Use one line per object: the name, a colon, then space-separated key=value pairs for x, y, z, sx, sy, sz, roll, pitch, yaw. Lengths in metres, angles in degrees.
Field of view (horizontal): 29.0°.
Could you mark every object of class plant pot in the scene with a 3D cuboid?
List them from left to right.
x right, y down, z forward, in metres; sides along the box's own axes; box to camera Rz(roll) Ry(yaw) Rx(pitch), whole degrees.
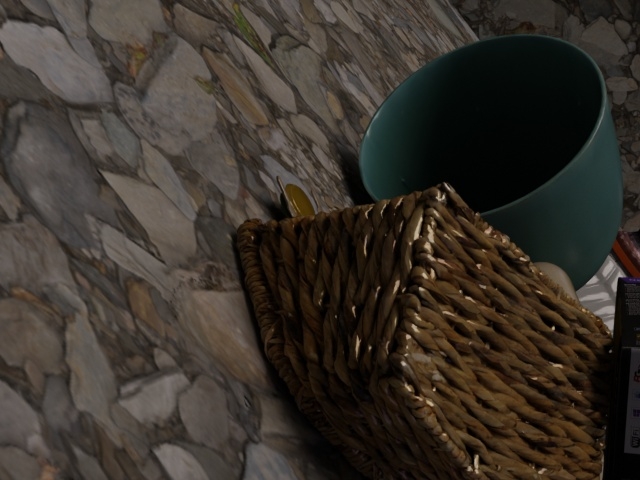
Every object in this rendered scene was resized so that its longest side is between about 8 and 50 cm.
plant pot: x=0.226 y=-0.059 z=1.468 sx=0.235 sy=0.293 sz=0.293 roll=56 pitch=11 yaw=-41

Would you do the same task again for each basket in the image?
basket: x=0.076 y=0.120 z=1.033 sx=0.299 sy=0.223 sz=0.214 roll=37 pitch=56 yaw=-40

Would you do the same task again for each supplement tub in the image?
supplement tub: x=0.455 y=0.056 z=1.933 sx=0.106 sy=0.198 sz=0.106 roll=46 pitch=17 yaw=-19

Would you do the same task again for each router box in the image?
router box: x=0.310 y=0.212 z=1.168 sx=0.243 sy=0.081 sz=0.309 roll=-44 pitch=136 yaw=-73

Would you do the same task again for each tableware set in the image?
tableware set: x=0.000 y=0.000 z=1.194 sx=0.154 sy=0.024 sz=0.104 roll=22 pitch=43 yaw=-61

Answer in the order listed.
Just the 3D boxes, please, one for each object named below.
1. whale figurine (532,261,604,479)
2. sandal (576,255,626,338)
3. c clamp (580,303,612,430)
whale figurine: x=0.236 y=0.158 z=1.351 sx=0.216 sy=0.141 sz=0.272 roll=-95 pitch=168 yaw=-59
sandal: x=0.374 y=0.167 z=1.646 sx=0.416 sy=0.169 sz=0.102 roll=60 pitch=-26 yaw=21
c clamp: x=0.333 y=0.168 z=1.566 sx=0.137 sy=0.022 sz=0.161 roll=39 pitch=59 yaw=7
